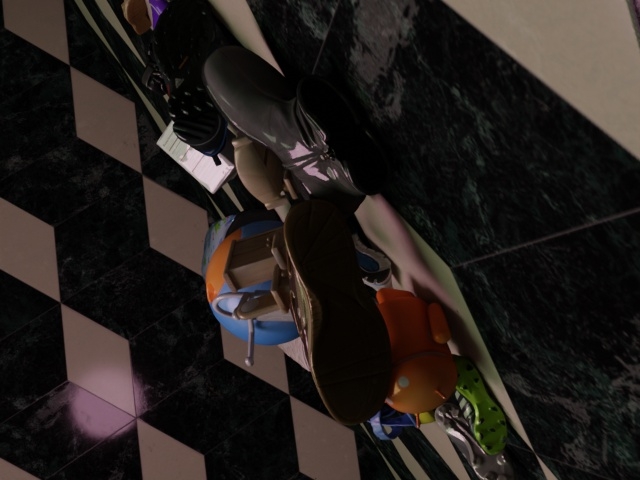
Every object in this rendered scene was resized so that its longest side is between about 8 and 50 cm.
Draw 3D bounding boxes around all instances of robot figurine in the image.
[{"bbox_3d":[0.139,0.176,1.123,0.128,0.158,0.219,54,-167,-49],"label":"robot figurine"}]

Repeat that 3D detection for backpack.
[{"bbox_3d":[-0.224,0.049,2.059,0.355,0.274,0.290,-77,-11,-87],"label":"backpack"}]

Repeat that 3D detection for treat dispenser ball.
[{"bbox_3d":[-0.120,0.097,1.646,0.288,0.288,0.288,53,168,16],"label":"treat dispenser ball"}]

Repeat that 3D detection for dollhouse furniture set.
[{"bbox_3d":[-0.144,-0.088,1.213,0.303,0.174,0.355,-88,-24,-57],"label":"dollhouse furniture set"}]

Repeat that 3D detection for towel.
[{"bbox_3d":[-0.087,0.203,2.127,0.332,0.054,0.316,-169,71,-73],"label":"towel"}]

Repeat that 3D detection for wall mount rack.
[{"bbox_3d":[-0.046,0.157,1.389,0.304,0.350,0.130,92,179,-60],"label":"wall mount rack"}]

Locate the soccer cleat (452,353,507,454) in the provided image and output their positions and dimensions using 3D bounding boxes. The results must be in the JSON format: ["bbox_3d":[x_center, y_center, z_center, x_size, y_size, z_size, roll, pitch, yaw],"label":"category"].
[{"bbox_3d":[0.253,0.263,1.164,0.072,0.060,0.178,-134,18,-81],"label":"soccer cleat"}]

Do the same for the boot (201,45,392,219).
[{"bbox_3d":[-0.033,-0.186,1.009,0.338,0.118,0.222,45,165,2],"label":"boot"}]

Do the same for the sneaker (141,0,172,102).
[{"bbox_3d":[-0.321,-0.383,1.516,0.102,0.146,0.293,49,167,35],"label":"sneaker"}]

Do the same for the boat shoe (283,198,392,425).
[{"bbox_3d":[0.014,0.102,1.063,0.123,0.123,0.341,-155,47,-75],"label":"boat shoe"}]

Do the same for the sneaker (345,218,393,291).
[{"bbox_3d":[0.063,0.032,1.277,0.190,0.071,0.083,49,173,38],"label":"sneaker"}]

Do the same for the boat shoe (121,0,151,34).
[{"bbox_3d":[-0.482,-0.590,1.831,0.059,0.063,0.170,50,169,5],"label":"boat shoe"}]

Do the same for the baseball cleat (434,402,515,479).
[{"bbox_3d":[0.295,0.382,1.315,0.109,0.072,0.206,48,-178,-45],"label":"baseball cleat"}]

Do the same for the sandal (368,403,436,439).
[{"bbox_3d":[0.149,0.381,1.712,0.126,0.138,0.317,57,171,-12],"label":"sandal"}]

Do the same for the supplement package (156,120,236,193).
[{"bbox_3d":[-0.270,-0.218,1.672,0.179,0.105,0.105,42,125,-1],"label":"supplement package"}]

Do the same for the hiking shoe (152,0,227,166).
[{"bbox_3d":[-0.230,-0.292,1.282,0.132,0.113,0.304,71,-167,-73],"label":"hiking shoe"}]
